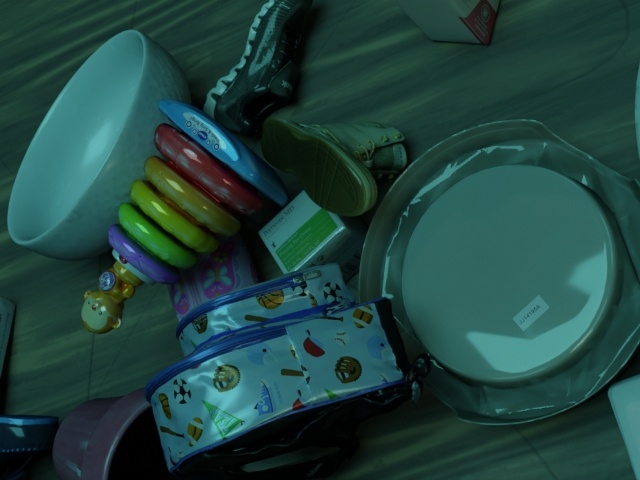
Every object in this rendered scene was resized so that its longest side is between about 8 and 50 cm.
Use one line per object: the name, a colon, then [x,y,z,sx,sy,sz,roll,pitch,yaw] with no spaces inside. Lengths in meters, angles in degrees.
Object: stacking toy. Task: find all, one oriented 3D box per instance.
stacking toy: [-0.197,-0.009,1.337,0.175,0.166,0.302,39,91,20]

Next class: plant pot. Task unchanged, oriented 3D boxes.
plant pot: [-0.238,0.277,1.376,0.180,0.201,0.201,4,75,47]

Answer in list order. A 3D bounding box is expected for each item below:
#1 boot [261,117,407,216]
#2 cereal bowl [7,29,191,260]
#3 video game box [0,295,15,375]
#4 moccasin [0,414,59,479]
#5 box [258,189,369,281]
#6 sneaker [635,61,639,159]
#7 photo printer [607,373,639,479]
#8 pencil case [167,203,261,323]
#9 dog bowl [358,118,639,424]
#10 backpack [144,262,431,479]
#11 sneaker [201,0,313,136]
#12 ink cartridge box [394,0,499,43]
boot: [0.046,-0.095,1.327,0.213,0.165,0.077,38,123,47]
cereal bowl: [-0.290,-0.115,1.522,0.339,0.141,0.339,-35,38,33]
video game box: [-0.569,0.189,1.655,0.205,0.048,0.187,-11,57,27]
moccasin: [-0.487,0.314,1.550,0.342,0.137,0.117,-17,70,40]
box: [0.000,0.000,1.370,0.101,0.102,0.087,-43,56,13]
sneaker: [0.466,-0.171,1.138,0.236,0.130,0.323,-6,65,33]
photo printer: [0.459,0.210,1.032,0.307,0.107,0.256,-22,64,22]
pencil case: [-0.137,0.073,1.415,0.124,0.124,0.284,-32,60,18]
dog bowl: [0.219,0.042,1.230,0.348,0.102,0.349,-10,70,28]
backpack: [-0.057,0.154,1.182,0.213,0.263,0.276,60,151,17]
sneaker: [-0.064,-0.241,1.506,0.106,0.078,0.234,39,99,31]
ink cartridge box: [0.171,-0.379,1.362,0.092,0.158,0.218,11,79,33]
